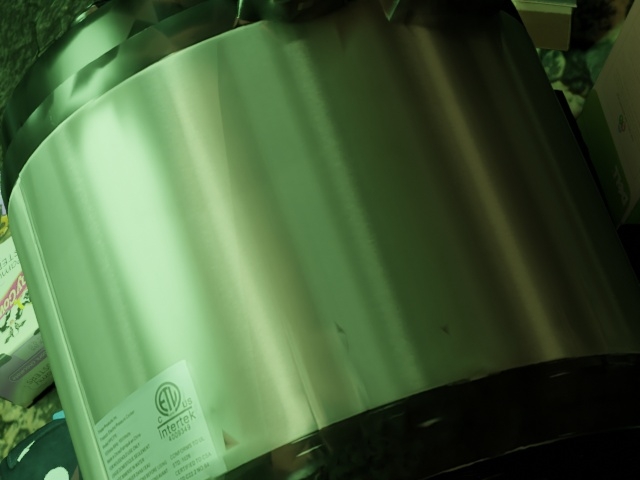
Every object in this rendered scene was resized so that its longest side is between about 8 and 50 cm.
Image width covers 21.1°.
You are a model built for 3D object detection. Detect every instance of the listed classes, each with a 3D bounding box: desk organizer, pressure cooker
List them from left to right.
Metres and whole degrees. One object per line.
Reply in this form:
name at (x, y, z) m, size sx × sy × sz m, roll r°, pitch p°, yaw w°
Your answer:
pressure cooker at (-0.004, -0.001, 1.084) m, size 0.369 × 0.375 × 0.420 m, roll -22°, pitch 69°, yaw 2°
desk organizer at (0.176, -0.208, 1.310) m, size 0.047 × 0.050 × 0.130 m, roll 7°, pitch 52°, yaw 9°

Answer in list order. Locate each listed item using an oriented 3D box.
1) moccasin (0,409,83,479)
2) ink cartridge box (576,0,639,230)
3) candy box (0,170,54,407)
moccasin at (-0.126, 0.281, 1.144) m, size 0.116 × 0.138 × 0.342 m, roll -31°, pitch 60°, yaw 10°
ink cartridge box at (0.232, -0.082, 1.159) m, size 0.209 × 0.062 × 0.109 m, roll 109°, pitch 154°, yaw -51°
candy box at (-0.254, 0.023, 1.552) m, size 0.165 × 0.070 × 0.196 m, roll -39°, pitch 48°, yaw 19°
